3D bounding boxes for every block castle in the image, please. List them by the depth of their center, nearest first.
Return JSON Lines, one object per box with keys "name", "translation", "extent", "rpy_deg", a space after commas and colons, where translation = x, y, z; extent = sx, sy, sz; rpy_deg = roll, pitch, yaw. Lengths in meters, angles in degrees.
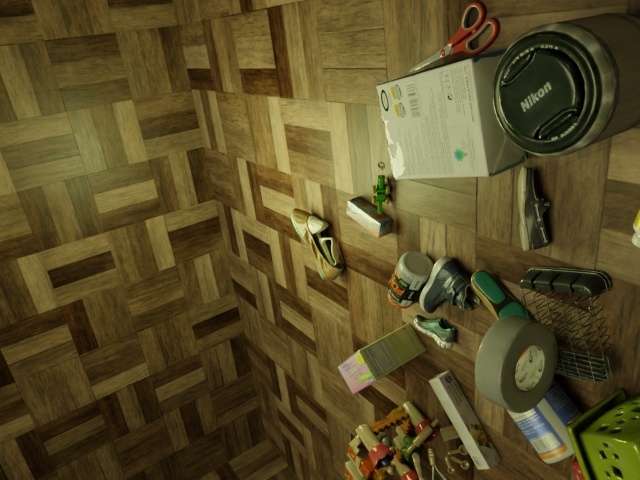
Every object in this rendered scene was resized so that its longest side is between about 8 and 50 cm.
{"name": "block castle", "translation": [0.283, 0.877, 1.929], "extent": [0.213, 0.303, 0.453], "rpy_deg": [49, 146, 43]}

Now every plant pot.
{"name": "plant pot", "translation": [0.686, 0.460, 1.061], "extent": [0.207, 0.227, 0.228], "rpy_deg": [-19, 93, 67]}

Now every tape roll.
{"name": "tape roll", "translation": [0.468, 0.292, 1.172], "extent": [0.072, 0.219, 0.219], "rpy_deg": [14, 121, 56]}

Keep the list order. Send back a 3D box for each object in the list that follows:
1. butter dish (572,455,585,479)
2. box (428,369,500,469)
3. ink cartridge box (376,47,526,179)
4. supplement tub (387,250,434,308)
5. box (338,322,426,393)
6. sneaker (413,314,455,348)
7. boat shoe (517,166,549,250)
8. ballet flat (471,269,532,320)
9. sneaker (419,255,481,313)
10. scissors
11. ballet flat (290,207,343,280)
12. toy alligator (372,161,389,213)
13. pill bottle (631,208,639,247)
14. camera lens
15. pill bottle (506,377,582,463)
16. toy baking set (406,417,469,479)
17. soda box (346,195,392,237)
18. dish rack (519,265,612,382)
{"name": "butter dish", "translation": [0.698, 0.597, 1.228], "extent": [0.160, 0.118, 0.160], "rpy_deg": [64, 151, 8]}
{"name": "box", "translation": [0.480, 0.598, 1.652], "extent": [0.324, 0.063, 0.067], "rpy_deg": [61, 149, 14]}
{"name": "ink cartridge box", "translation": [0.301, -0.304, 1.273], "extent": [0.395, 0.151, 0.270], "rpy_deg": [7, 114, 56]}
{"name": "supplement tub", "translation": [0.289, 0.134, 1.615], "extent": [0.117, 0.117, 0.190], "rpy_deg": [51, 146, 29]}
{"name": "box", "translation": [0.221, 0.430, 1.794], "extent": [0.117, 0.243, 0.213], "rpy_deg": [60, 149, 17]}
{"name": "sneaker", "translation": [0.382, 0.282, 1.631], "extent": [0.166, 0.065, 0.076], "rpy_deg": [34, 120, 41]}
{"name": "boat shoe", "translation": [0.512, -0.078, 1.182], "extent": [0.065, 0.075, 0.206], "rpy_deg": [-4, 103, 15]}
{"name": "ballet flat", "translation": [0.501, 0.181, 1.356], "extent": [0.232, 0.080, 0.073], "rpy_deg": [58, 177, 23]}
{"name": "sneaker", "translation": [0.393, 0.180, 1.502], "extent": [0.163, 0.086, 0.226], "rpy_deg": [48, 144, 36]}
{"name": "scissors", "translation": [0.327, -0.474, 1.249], "extent": [0.109, 0.021, 0.297], "rpy_deg": [64, 149, 5]}
{"name": "ballet flat", "translation": [0.000, 0.000, 2.041], "extent": [0.124, 0.116, 0.342], "rpy_deg": [-30, 82, 40]}
{"name": "toy alligator", "translation": [0.200, -0.180, 1.632], "extent": [0.051, 0.056, 0.189], "rpy_deg": [-80, -11, -59]}
{"name": "pill bottle", "translation": [0.647, -0.041, 0.950], "extent": [0.065, 0.065, 0.116], "rpy_deg": [39, 138, 42]}
{"name": "camera lens", "translation": [0.466, -0.281, 0.882], "extent": [0.219, 0.274, 0.219], "rpy_deg": [38, 139, 43]}
{"name": "pill bottle", "translation": [0.567, 0.423, 1.302], "extent": [0.272, 0.152, 0.152], "rpy_deg": [57, 149, 21]}
{"name": "toy baking set", "translation": [0.405, 0.758, 1.725], "extent": [0.197, 0.256, 0.030], "rpy_deg": [48, 176, 14]}
{"name": "soda box", "translation": [0.170, -0.084, 1.734], "extent": [0.183, 0.058, 0.063], "rpy_deg": [40, 140, 40]}
{"name": "dish rack", "translation": [0.598, 0.204, 1.193], "extent": [0.208, 0.074, 0.271], "rpy_deg": [3, 113, 60]}
